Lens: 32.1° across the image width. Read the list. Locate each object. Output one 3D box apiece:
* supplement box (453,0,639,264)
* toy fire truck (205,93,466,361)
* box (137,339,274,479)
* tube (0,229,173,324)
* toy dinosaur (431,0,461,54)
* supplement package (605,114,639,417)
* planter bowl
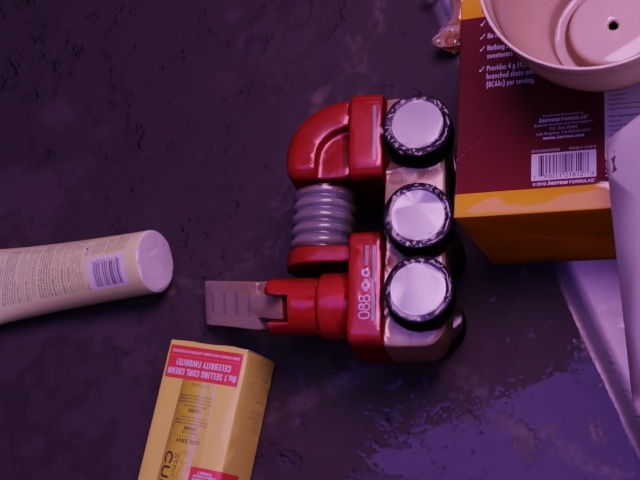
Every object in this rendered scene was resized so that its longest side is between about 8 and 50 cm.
[{"bbox_3d":[0.217,-0.094,0.902,0.191,0.129,0.194,-3,71,22],"label":"supplement box"},{"bbox_3d":[0.000,0.000,0.969,0.246,0.158,0.217,-2,71,12],"label":"toy fire truck"},{"bbox_3d":[-0.110,0.209,0.976,0.087,0.058,0.232,6,74,26],"label":"box"},{"bbox_3d":[-0.260,0.036,1.107,0.240,0.062,0.070,-10,25,25],"label":"tube"},{"bbox_3d":[0.151,-0.275,1.044,0.112,0.064,0.211,29,94,11],"label":"toy dinosaur"},{"bbox_3d":[0.340,0.003,0.681,0.263,0.199,0.198,-3,81,-4],"label":"supplement package"},{"bbox_3d":[0.204,-0.173,0.798,0.162,0.109,0.162,-7,70,20],"label":"planter bowl"}]
